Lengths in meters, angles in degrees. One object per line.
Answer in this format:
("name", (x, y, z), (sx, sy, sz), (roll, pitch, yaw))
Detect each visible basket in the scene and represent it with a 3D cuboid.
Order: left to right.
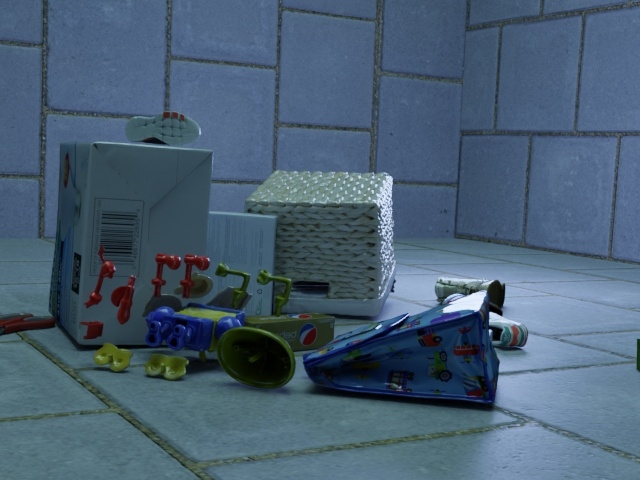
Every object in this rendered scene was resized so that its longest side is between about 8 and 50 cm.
("basket", (0.000, 0.000, 2.207), (0.328, 0.266, 0.331), (2, 17, 10))

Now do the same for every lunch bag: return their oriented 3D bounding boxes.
("lunch bag", (0.117, 0.175, 1.465), (0.293, 0.138, 0.221), (-9, 3, 13))

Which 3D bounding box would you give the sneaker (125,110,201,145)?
("sneaker", (-0.277, -0.201, 1.739), (0.158, 0.061, 0.065), (8, -1, 26))

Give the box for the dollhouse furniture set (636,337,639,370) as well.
("dollhouse furniture set", (0.594, 0.203, 1.596), (0.076, 0.059, 0.151), (1, 5, -19))

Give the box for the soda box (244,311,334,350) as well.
("soda box", (-0.063, 0.165, 1.710), (0.181, 0.058, 0.061), (-2, 6, -38))

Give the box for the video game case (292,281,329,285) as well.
("video game case", (0.024, 0.087, 2.531), (0.183, 0.023, 0.201), (2, -17, -12))

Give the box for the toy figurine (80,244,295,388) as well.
("toy figurine", (-0.168, 0.118, 1.526), (0.362, 0.191, 0.217), (5, 0, 20))

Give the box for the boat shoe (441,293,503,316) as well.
("boat shoe", (0.330, 0.150, 2.062), (0.066, 0.066, 0.183), (8, 7, 42))

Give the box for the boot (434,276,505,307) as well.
("boot", (0.357, 0.126, 2.323), (0.165, 0.077, 0.213), (5, 0, 18))

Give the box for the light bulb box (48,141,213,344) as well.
("light bulb box", (-0.368, -0.006, 1.807), (0.225, 0.358, 0.361), (4, 3, -24))

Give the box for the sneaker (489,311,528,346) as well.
("sneaker", (0.322, 0.171, 1.855), (0.075, 0.057, 0.161), (6, 4, -37))

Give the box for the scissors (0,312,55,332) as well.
("scissors", (-0.594, 0.162, 1.730), (0.109, 0.021, 0.297), (7, 7, 18))

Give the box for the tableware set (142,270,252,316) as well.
("tableware set", (-0.210, 0.113, 1.637), (0.168, 0.141, 0.020), (31, 26, -40))

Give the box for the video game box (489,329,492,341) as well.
("video game box", (0.205, 0.186, 1.683), (0.187, 0.048, 0.205), (1, 4, 12))

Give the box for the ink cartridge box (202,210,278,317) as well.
("ink cartridge box", (-0.207, 0.050, 2.049), (0.224, 0.223, 0.045), (4, 4, 5))

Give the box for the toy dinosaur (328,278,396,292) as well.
("toy dinosaur", (0.116, 0.124, 2.357), (0.118, 0.064, 0.268), (-6, 10, -25))
